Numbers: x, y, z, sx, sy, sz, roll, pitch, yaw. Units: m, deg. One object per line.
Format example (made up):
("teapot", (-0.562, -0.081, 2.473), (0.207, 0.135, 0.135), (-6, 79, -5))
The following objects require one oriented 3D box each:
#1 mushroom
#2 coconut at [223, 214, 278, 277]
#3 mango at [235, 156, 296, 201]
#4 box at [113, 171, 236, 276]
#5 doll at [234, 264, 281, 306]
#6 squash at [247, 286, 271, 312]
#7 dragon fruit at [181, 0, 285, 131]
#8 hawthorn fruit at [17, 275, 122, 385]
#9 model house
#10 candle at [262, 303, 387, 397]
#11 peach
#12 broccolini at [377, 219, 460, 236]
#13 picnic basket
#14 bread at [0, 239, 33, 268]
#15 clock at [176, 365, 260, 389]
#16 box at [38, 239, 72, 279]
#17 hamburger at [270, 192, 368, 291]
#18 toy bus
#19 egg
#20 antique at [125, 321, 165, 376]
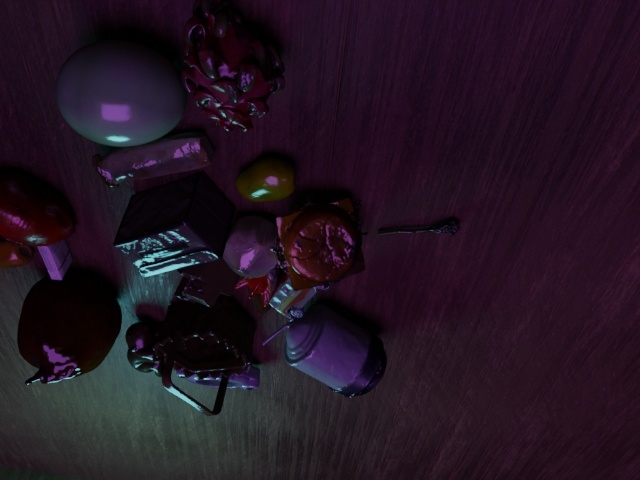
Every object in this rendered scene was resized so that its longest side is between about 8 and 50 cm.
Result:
("mushroom", (-0.414, -0.200, 1.642), (0.312, 0.081, 0.100), (-11, 139, 15))
("coconut", (-0.180, 0.022, 1.783), (0.160, 0.162, 0.161), (5, 139, 4))
("mango", (-0.131, -0.146, 1.652), (0.117, 0.089, 0.163), (31, 147, -34))
("box", (-0.381, -0.039, 1.739), (0.252, 0.188, 0.153), (-13, 137, 26))
("doll", (-0.155, 0.091, 1.885), (0.109, 0.169, 0.057), (32, 179, -4))
("squash", (-0.185, 0.138, 1.992), (0.066, 0.066, 0.229), (2, 137, 8))
("dragon fruit", (-0.195, -0.355, 1.351), (0.198, 0.218, 0.273), (-44, 119, -1))
("hawthorn fruit", (-0.772, 0.266, 2.057), (0.308, 0.325, 0.308), (-12, 132, -14))
("model house", (-0.376, 0.075, 1.890), (0.248, 0.176, 0.181), (16, 166, 32))
("candle", (0.023, 0.326, 2.052), (0.342, 0.221, 0.221), (34, 133, -25))
("peach", (-0.782, -0.067, 1.794), (0.158, 0.154, 0.267), (-30, 125, 34))
("broccolini", (0.258, -0.028, 1.759), (0.218, 0.042, 0.044), (-4, 139, 23))
("picnic basket", (-0.370, 0.357, 2.084), (0.291, 0.321, 0.254), (-14, 138, 27))
("bread", (-0.988, 0.049, 2.022), (0.239, 0.074, 0.093), (-7, 141, 18))
("clock", (-0.357, 0.460, 2.326), (0.247, 0.090, 0.227), (-6, 156, 26))
("box", (-0.777, 0.036, 1.962), (0.040, 0.084, 0.154), (6, 138, 3))
("hamburger", (0.000, 0.000, 1.713), (0.261, 0.139, 0.243), (-11, 106, -8))
("toy bus", (-0.050, 0.112, 1.904), (0.119, 0.121, 0.265), (31, 135, -11))
("egg", (-0.417, -0.309, 1.409), (0.269, 0.221, 0.220), (-3, 138, 2))
("antique", (-0.596, 0.367, 2.284), (0.143, 0.121, 0.257), (15, 146, 6))
